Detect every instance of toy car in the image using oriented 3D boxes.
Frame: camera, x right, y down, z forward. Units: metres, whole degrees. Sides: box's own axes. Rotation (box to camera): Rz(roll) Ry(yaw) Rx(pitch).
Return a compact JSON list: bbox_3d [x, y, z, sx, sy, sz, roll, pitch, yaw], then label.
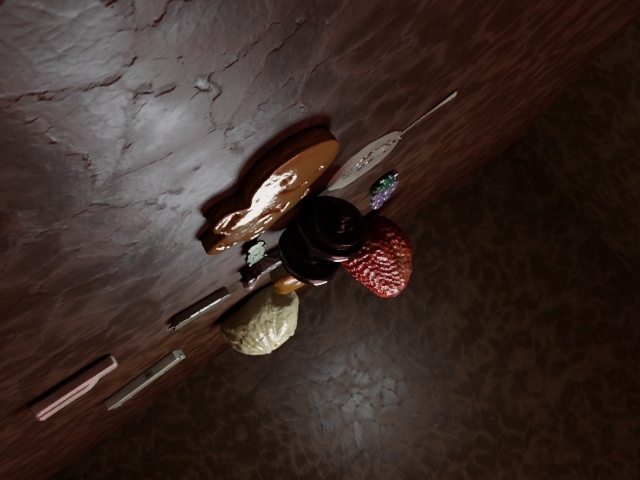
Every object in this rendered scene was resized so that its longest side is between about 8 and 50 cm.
[{"bbox_3d":[-0.174,0.029,1.392,0.059,0.035,0.122,-34,163,-17],"label":"toy car"}]

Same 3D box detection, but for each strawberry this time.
[{"bbox_3d":[0.248,0.078,2.282,0.312,0.351,0.267,-35,165,30],"label":"strawberry"}]

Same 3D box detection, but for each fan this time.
[{"bbox_3d":[0.184,-0.252,1.364,0.415,0.012,0.233,-37,172,6],"label":"fan"}]

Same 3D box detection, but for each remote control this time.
[{"bbox_3d":[-0.644,0.387,1.403,0.230,0.049,0.090,-34,174,-22],"label":"remote control"}]

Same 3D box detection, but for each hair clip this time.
[{"bbox_3d":[0.210,-0.178,1.802,0.124,0.052,0.195,-42,165,-15],"label":"hair clip"}]

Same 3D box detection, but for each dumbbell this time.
[{"bbox_3d":[0.000,0.000,1.404,0.192,0.192,0.290,-30,170,-37],"label":"dumbbell"}]

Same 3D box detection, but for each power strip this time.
[{"bbox_3d":[-0.368,0.209,1.607,0.227,0.029,0.080,-31,172,-34],"label":"power strip"},{"bbox_3d":[-0.697,0.551,2.095,0.367,0.043,0.106,-36,171,-4],"label":"power strip"}]

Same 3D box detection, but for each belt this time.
[{"bbox_3d":[-0.137,0.055,1.618,0.232,0.053,0.071,-32,178,-28],"label":"belt"}]

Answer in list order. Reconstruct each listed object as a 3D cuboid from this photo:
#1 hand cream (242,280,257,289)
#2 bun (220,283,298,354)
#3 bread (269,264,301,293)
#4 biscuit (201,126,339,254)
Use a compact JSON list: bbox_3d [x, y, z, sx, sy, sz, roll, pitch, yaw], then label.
[{"bbox_3d":[-0.231,0.137,1.771,0.061,0.039,0.143,-43,-179,-1],"label":"hand cream"},{"bbox_3d":[-0.229,0.340,2.203,0.349,0.227,0.352,-34,173,-27],"label":"bun"},{"bbox_3d":[-0.095,0.104,1.820,0.174,0.121,0.245,-36,174,-13],"label":"bread"},{"bbox_3d":[-0.094,-0.086,1.037,0.355,0.052,0.275,-42,170,36],"label":"biscuit"}]
